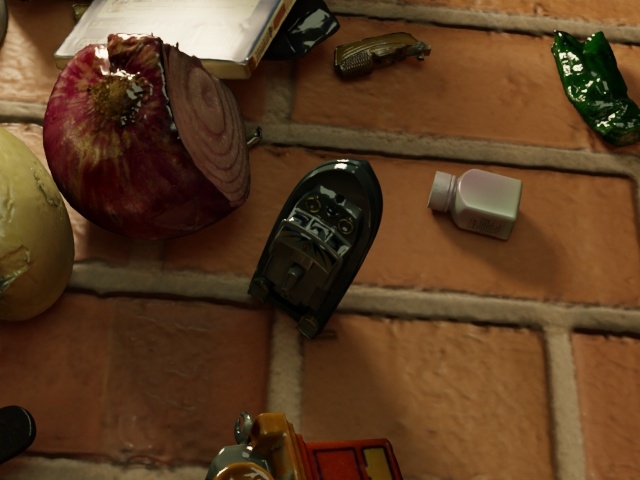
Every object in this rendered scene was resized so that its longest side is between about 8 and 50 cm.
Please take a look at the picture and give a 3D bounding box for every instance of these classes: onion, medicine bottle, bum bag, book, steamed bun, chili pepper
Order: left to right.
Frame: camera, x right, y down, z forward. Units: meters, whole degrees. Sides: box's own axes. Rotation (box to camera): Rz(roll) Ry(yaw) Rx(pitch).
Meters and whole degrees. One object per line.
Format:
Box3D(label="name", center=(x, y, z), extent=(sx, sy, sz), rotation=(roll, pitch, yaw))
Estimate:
Box3D(label="steamed bun", center=(-0.392, -0.043, 1.488), extent=(0.166, 0.232, 0.273), rotation=(-37, 67, -20))
Box3D(label="onion", center=(-0.231, -0.121, 1.583), extent=(0.231, 0.272, 0.256), rotation=(-14, 46, 15))
Box3D(label="book", center=(-0.163, -0.377, 1.798), extent=(0.300, 0.039, 0.428), rotation=(6, 46, 22))
Box3D(label="bum bag", center=(-0.068, -0.368, 1.862), extent=(0.137, 0.074, 0.310), rotation=(-18, 52, -5))
Box3D(label="medicine bottle", center=(0.206, -0.054, 1.681), extent=(0.118, 0.055, 0.074), rotation=(14, 54, 2))
Box3D(label="chili pepper", center=(0.403, -0.233, 1.835), extent=(0.098, 0.061, 0.224), rotation=(-13, 58, -8))

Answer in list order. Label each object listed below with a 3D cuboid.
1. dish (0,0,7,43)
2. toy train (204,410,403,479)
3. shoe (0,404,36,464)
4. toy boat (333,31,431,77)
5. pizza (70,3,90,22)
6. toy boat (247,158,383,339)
Box3D(label="dish", center=(-0.607, -0.349, 1.749), extent=(0.324, 0.124, 0.324), rotation=(3, 54, -5))
Box3D(label="toy train", center=(-0.011, 0.339, 1.309), extent=(0.232, 0.163, 0.369), rotation=(-3, 54, -20))
Box3D(label="shoe", center=(-0.393, 0.239, 1.392), extent=(0.179, 0.049, 0.071), rotation=(-24, 71, 2))
Box3D(label="toy boat", center=(0.089, -0.269, 1.830), extent=(0.149, 0.047, 0.049), rotation=(-13, 70, -13))
Box3D(label="pizza", center=(-0.317, -0.296, 1.806), extent=(0.123, 0.026, 0.108), rotation=(16, 49, 5))
Box3D(label="toy boat", center=(-0.002, 0.003, 1.463), extent=(0.114, 0.296, 0.122), rotation=(34, 52, 6))
